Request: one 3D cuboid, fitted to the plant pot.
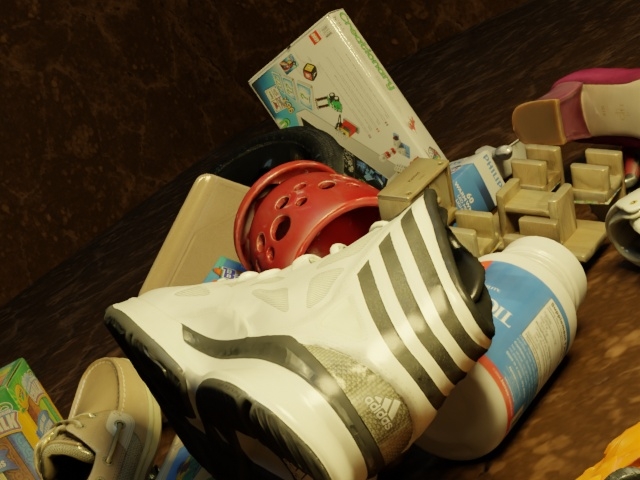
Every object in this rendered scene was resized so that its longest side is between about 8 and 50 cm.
[{"bbox_3d":[0.000,0.000,1.587,0.191,0.191,0.174,-33,40,-14],"label":"plant pot"}]

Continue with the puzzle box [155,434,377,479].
[{"bbox_3d":[-0.056,0.205,1.185,0.272,0.052,0.409,-34,14,19],"label":"puzzle box"}]

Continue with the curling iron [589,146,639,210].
[{"bbox_3d":[0.380,-0.101,1.609,0.068,0.035,0.274,-23,14,28],"label":"curling iron"}]

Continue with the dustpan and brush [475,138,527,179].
[{"bbox_3d":[0.261,-0.120,1.903,0.147,0.060,0.211,-30,12,-3],"label":"dustpan and brush"}]

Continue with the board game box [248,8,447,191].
[{"bbox_3d":[0.044,-0.174,1.961,0.193,0.305,0.053,-34,0,36],"label":"board game box"}]

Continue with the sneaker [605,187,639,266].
[{"bbox_3d":[0.385,-0.035,1.199,0.169,0.108,0.292,-36,4,-19],"label":"sneaker"}]

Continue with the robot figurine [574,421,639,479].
[{"bbox_3d":[0.276,0.133,0.786,0.291,0.085,0.211,-32,13,-9],"label":"robot figurine"}]

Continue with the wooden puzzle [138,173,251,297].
[{"bbox_3d":[-0.123,0.034,1.788,0.239,0.044,0.221,21,82,37],"label":"wooden puzzle"}]

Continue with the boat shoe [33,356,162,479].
[{"bbox_3d":[-0.234,0.220,1.301,0.109,0.098,0.302,-36,34,24],"label":"boat shoe"}]

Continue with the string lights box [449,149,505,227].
[{"bbox_3d":[0.134,-0.023,1.765,0.133,0.076,0.260,-16,18,46],"label":"string lights box"}]

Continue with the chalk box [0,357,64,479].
[{"bbox_3d":[-0.408,0.240,1.619,0.132,0.213,0.132,-29,12,3],"label":"chalk box"}]

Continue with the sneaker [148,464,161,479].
[{"bbox_3d":[-0.172,0.260,1.338,0.038,0.069,0.098,-34,13,-19],"label":"sneaker"}]

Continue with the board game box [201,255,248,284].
[{"bbox_3d":[-0.081,0.099,1.600,0.210,0.160,0.047,-66,-3,-70],"label":"board game box"}]

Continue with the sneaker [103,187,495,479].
[{"bbox_3d":[-0.004,0.077,1.076,0.257,0.169,0.447,-36,20,-19],"label":"sneaker"}]

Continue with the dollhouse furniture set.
[{"bbox_3d":[0.203,0.008,1.449,0.242,0.161,0.212,8,34,34],"label":"dollhouse furniture set"}]

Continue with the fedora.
[{"bbox_3d":[-0.068,-0.018,1.943,0.334,0.152,0.334,-29,36,24],"label":"fedora"}]

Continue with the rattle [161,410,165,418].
[{"bbox_3d":[-0.176,0.225,1.587,0.200,0.142,0.130,-41,-25,22],"label":"rattle"}]

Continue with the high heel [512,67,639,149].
[{"bbox_3d":[0.422,-0.162,1.515,0.377,0.127,0.181,11,25,44],"label":"high heel"}]

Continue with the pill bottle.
[{"bbox_3d":[0.155,0.087,1.157,0.124,0.124,0.221,-18,17,42],"label":"pill bottle"}]
